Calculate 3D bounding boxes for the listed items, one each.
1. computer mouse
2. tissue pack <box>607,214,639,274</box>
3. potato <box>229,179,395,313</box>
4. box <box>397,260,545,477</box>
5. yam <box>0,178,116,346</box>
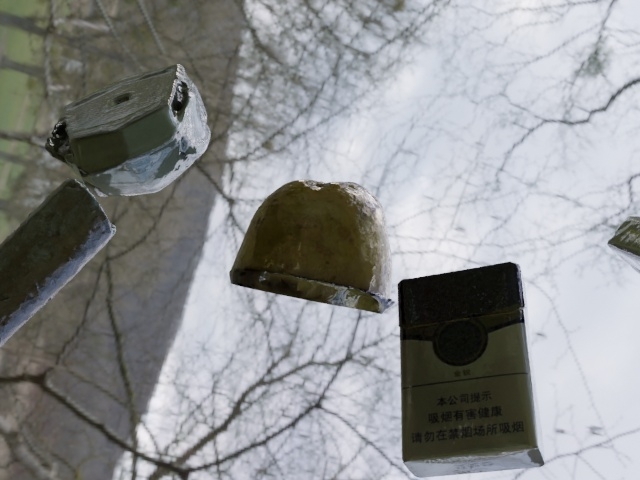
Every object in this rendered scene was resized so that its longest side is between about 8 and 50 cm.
[{"bbox_3d":[-0.284,-0.162,1.362,0.429,0.228,0.145,-113,180,-65],"label":"computer mouse"},{"bbox_3d":[0.522,0.046,1.218,0.081,0.185,0.257,-53,180,7],"label":"tissue pack"},{"bbox_3d":[0.000,0.000,1.496,0.242,0.285,0.243,-171,-90,-90],"label":"potato"},{"bbox_3d":[0.184,0.158,1.099,0.168,0.071,0.259,-11,-125,17],"label":"box"},{"bbox_3d":[-0.348,0.041,1.015,0.259,0.093,0.093,-45,-157,-2],"label":"yam"}]
